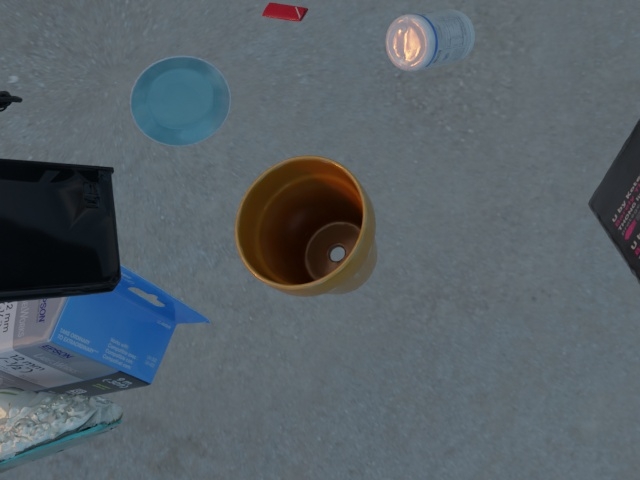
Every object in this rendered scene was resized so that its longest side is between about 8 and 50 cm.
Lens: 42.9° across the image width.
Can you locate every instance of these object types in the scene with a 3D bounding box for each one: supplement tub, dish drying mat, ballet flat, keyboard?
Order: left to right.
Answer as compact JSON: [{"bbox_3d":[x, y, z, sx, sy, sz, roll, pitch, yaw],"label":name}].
[{"bbox_3d":[-0.307,-0.046,0.666,0.317,0.033,0.201,0,83,-50],"label":"keyboard"},{"bbox_3d":[-0.507,0.304,1.244,0.409,0.147,0.147,-26,106,6],"label":"ballet flat"},{"bbox_3d":[-0.063,-0.404,1.440,0.032,0.083,0.008,-63,150,-16],"label":"dish drying mat"},{"bbox_3d":[0.138,-0.253,1.027,0.107,0.071,0.070,-23,109,-46],"label":"supplement tub"}]

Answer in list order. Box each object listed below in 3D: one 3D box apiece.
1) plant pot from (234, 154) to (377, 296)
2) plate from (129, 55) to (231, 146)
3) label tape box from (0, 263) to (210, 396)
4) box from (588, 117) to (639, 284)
[{"bbox_3d":[0.000,0.000,1.250,0.205,0.188,0.205,-7,69,19],"label":"plant pot"},{"bbox_3d":[-0.261,-0.261,1.520,0.188,0.024,0.188,-10,128,-13],"label":"plate"},{"bbox_3d":[-0.388,0.160,1.293,0.348,0.249,0.115,-12,61,22],"label":"label tape box"},{"bbox_3d":[0.220,0.001,0.275,0.165,0.270,0.143,25,110,-2],"label":"box"}]
